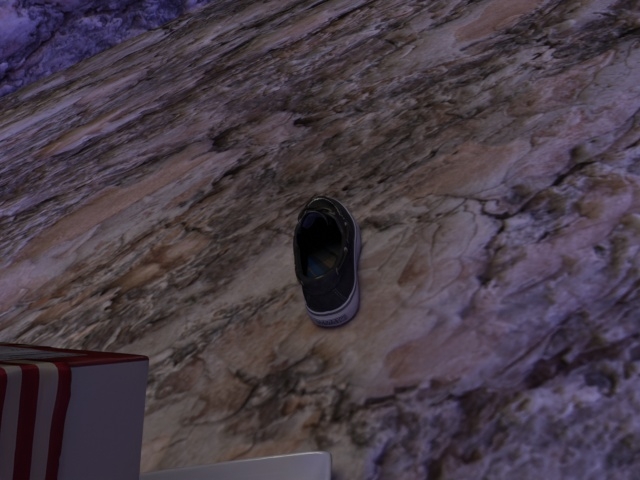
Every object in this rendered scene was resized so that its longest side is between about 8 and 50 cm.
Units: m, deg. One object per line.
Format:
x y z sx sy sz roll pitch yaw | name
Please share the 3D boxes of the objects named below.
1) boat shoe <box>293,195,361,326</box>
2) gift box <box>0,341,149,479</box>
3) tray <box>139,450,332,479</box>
0.000 0.000 0.762 0.080 0.076 0.228 -13 34 11 | boat shoe
-0.268 0.188 0.373 0.276 0.258 0.255 0 -7 24 | gift box
-0.120 0.247 0.514 0.270 0.030 0.145 -12 33 14 | tray
